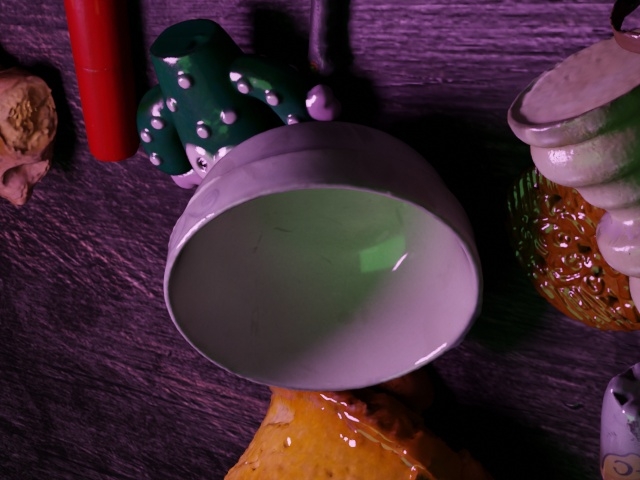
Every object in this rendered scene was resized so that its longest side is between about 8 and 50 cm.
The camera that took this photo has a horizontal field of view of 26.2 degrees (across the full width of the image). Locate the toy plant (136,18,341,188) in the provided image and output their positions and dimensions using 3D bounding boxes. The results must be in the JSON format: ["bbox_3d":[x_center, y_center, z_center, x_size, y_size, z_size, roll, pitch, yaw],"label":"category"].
[{"bbox_3d":[-0.088,-0.117,1.438,0.233,0.112,0.243,21,143,14],"label":"toy plant"}]

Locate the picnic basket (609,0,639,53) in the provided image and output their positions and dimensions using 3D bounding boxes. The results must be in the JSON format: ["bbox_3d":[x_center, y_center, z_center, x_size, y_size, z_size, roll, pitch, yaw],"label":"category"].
[{"bbox_3d":[0.291,-0.169,0.963,0.178,0.128,0.137,5,124,34],"label":"picnic basket"}]

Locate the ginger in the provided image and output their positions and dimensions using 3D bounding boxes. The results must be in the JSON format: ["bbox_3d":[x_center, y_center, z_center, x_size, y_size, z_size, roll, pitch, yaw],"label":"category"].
[{"bbox_3d":[-0.447,-0.167,1.801,0.270,0.123,0.218,31,139,41],"label":"ginger"}]

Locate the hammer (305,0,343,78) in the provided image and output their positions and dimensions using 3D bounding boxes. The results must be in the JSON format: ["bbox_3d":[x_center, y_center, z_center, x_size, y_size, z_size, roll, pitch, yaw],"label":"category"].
[{"bbox_3d":[0.005,-0.269,1.275,0.111,0.033,0.287,29,140,27],"label":"hammer"}]

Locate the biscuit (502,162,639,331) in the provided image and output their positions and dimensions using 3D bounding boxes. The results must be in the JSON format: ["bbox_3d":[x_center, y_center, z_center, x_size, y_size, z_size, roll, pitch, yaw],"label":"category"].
[{"bbox_3d":[0.247,0.005,1.265,0.188,0.027,0.188,30,141,28],"label":"biscuit"}]

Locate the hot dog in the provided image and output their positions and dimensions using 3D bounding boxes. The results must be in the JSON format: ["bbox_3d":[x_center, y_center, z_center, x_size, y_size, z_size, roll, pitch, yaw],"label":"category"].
[{"bbox_3d":[0.069,0.147,1.571,0.140,0.060,0.090,35,142,5],"label":"hot dog"}]

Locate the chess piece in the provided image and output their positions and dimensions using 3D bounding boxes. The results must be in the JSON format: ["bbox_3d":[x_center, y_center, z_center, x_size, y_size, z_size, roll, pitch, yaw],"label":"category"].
[{"bbox_3d":[0.271,-0.029,1.122,0.144,0.144,0.251,-4,124,50],"label":"chess piece"}]

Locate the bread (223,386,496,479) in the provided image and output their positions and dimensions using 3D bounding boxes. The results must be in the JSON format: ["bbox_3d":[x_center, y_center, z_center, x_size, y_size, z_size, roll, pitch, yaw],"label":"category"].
[{"bbox_3d":[0.060,0.321,1.563,0.398,0.215,0.398,33,159,14],"label":"bread"}]

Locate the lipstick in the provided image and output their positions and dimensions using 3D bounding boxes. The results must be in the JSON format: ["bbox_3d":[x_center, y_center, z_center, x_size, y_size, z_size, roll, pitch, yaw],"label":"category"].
[{"bbox_3d":[-0.250,-0.218,1.574,0.073,0.073,0.279,29,139,28],"label":"lipstick"}]

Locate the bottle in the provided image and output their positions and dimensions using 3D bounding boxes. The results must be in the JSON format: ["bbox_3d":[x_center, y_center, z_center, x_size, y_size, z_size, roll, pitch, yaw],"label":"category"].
[{"bbox_3d":[0.316,0.229,1.350,0.083,0.083,0.269,25,145,31],"label":"bottle"}]

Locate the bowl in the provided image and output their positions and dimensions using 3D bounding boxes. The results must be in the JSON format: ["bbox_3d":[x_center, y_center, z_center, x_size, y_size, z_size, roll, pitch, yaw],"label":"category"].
[{"bbox_3d":[0.000,0.000,1.360,0.307,0.163,0.307,-2,138,-2],"label":"bowl"}]
